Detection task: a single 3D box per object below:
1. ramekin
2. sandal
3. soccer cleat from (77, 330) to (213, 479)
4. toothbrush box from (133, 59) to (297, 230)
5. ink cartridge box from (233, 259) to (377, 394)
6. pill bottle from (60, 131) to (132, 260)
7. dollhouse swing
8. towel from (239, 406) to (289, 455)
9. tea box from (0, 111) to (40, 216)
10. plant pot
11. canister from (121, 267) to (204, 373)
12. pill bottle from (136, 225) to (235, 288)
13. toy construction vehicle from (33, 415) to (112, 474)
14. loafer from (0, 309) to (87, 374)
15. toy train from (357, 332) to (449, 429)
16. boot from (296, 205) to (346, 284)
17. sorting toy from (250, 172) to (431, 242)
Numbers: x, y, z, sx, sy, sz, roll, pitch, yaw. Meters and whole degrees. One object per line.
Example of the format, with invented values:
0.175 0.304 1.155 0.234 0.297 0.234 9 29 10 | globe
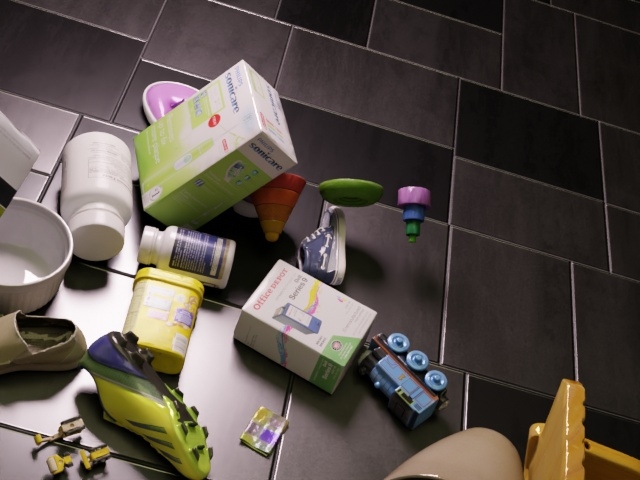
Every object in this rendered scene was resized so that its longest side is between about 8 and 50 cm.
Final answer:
-0.537 0.034 1.850 0.207 0.109 0.207 10 46 -10 | ramekin
-0.208 -0.218 2.217 0.169 0.102 0.416 -26 61 -37 | sandal
-0.284 0.279 1.740 0.289 0.121 0.093 52 9 11 | soccer cleat
-0.206 -0.173 2.044 0.122 0.283 0.206 40 26 -45 | toothbrush box
-0.028 0.154 1.939 0.212 0.093 0.154 28 45 9 | ink cartridge box
-0.415 -0.080 1.988 0.131 0.131 0.229 5 47 -16 | pill bottle
0.456 0.440 1.682 0.315 0.305 0.346 22 43 -6 | dollhouse swing
-0.095 0.321 1.812 0.060 0.009 0.083 30 45 7 | towel
-0.694 -0.107 1.701 0.329 0.220 0.323 22 73 26 | tea box
0.225 0.417 1.700 0.257 0.256 0.274 33 30 12 | plant pot
-0.281 0.141 1.870 0.126 0.073 0.169 15 46 -7 | canister
-0.248 0.026 1.976 0.170 0.094 0.094 14 45 -8 | pill bottle
-0.390 0.327 1.684 0.098 0.035 0.085 -18 68 -30 | toy construction vehicle
-0.513 0.162 1.747 0.269 0.092 0.102 -4 50 -23 | loafer
0.146 0.247 1.927 0.105 0.080 0.184 -31 64 -32 | toy train
0.000 0.000 2.110 0.086 0.069 0.190 13 45 -17 | boot
0.032 -0.049 2.079 0.366 0.127 0.126 5 77 -5 | sorting toy
